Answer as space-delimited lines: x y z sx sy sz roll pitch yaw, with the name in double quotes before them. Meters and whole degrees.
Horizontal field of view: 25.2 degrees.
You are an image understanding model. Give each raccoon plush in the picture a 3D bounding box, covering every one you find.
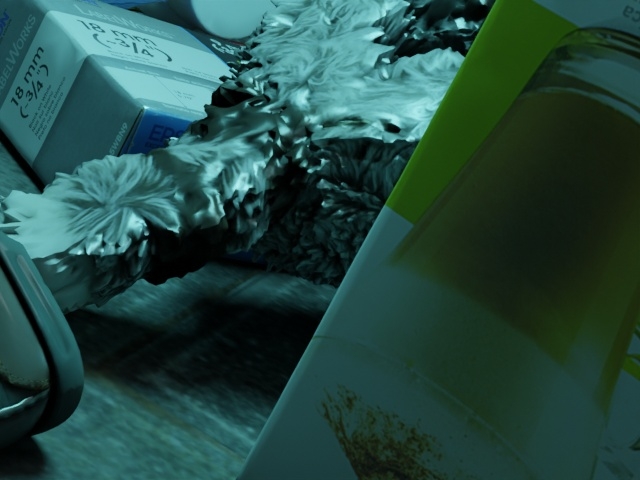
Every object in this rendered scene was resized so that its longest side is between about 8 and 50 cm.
"raccoon plush" 0.000 0.000 0.976 0.447 0.299 0.216 -17 46 -12

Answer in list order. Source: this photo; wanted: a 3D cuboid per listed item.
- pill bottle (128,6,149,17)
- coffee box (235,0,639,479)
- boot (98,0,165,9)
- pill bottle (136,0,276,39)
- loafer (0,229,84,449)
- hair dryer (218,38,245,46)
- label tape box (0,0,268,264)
"pill bottle" -0.210 -0.210 1.367 0.065 0.065 0.116 7 27 -48
"coffee box" 0.231 0.079 0.737 0.338 0.334 0.338 36 16 26
"boot" -0.221 -0.236 1.276 0.123 0.095 0.258 -13 7 31
"pill bottle" -0.175 -0.324 1.512 0.176 0.176 0.318 8 20 -47
"loafer" -0.216 -0.015 0.682 0.267 0.096 0.084 53 38 10
"hair dryer" -0.061 -0.154 1.465 0.224 0.080 0.293 20 5 35
"label tape box" -0.140 -0.114 1.132 0.241 0.106 0.334 11 24 -43
